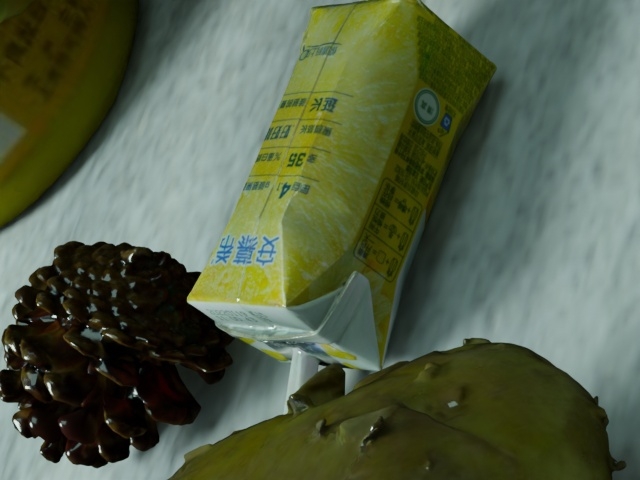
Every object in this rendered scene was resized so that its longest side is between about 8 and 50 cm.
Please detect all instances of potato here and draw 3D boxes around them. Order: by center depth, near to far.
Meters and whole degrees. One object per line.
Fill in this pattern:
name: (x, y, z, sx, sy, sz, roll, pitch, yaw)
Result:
potato: (-0.013, 0.158, 0.538, 0.191, 0.141, 0.296, 27, 81, 48)

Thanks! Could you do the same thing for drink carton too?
drink carton: (0.000, 0.000, 0.692, 0.084, 0.074, 0.200, 1, 62, 46)

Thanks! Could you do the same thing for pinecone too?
pinecone: (-0.094, 0.047, 0.740, 0.109, 0.102, 0.102, -36, 41, 37)

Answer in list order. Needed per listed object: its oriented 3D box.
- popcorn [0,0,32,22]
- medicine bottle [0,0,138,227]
popcorn: (-0.059, -0.249, 0.770, 0.335, 0.279, 0.274, -3, 99, 33)
medicine bottle: (-0.298, -0.171, 0.871, 0.224, 0.384, 0.224, -26, 47, 32)
